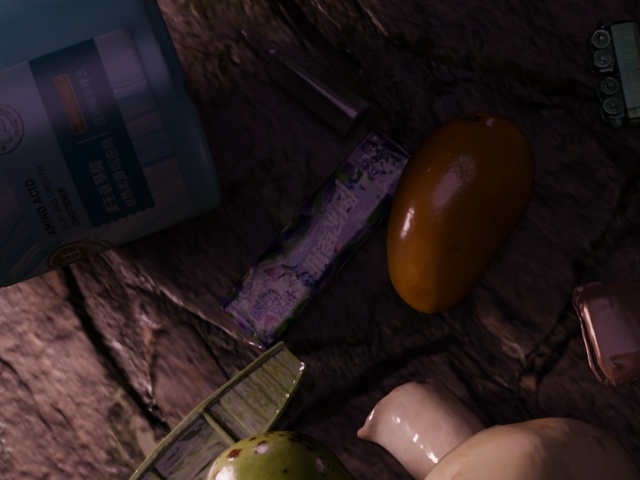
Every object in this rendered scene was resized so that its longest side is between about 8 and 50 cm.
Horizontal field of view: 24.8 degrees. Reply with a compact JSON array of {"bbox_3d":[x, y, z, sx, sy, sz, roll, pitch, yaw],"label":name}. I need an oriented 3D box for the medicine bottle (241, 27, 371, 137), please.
[{"bbox_3d":[-0.025,-0.213,1.884,0.199,0.057,0.057,40,80,12],"label":"medicine bottle"}]

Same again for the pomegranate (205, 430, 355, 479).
[{"bbox_3d":[-0.069,0.335,1.683,0.248,0.214,0.214,-24,73,30],"label":"pomegranate"}]

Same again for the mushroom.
[{"bbox_3d":[0.183,0.287,1.651,0.314,0.314,0.336,-37,56,-7],"label":"mushroom"}]

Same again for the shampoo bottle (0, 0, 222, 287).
[{"bbox_3d":[-0.324,-0.138,1.735,0.342,0.331,0.331,-20,75,-5],"label":"shampoo bottle"}]

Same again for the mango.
[{"bbox_3d":[0.163,-0.040,1.771,0.139,0.175,0.254,18,75,47],"label":"mango"}]

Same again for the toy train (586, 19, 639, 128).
[{"bbox_3d":[0.386,-0.216,1.879,0.071,0.038,0.148,-7,74,-3],"label":"toy train"}]

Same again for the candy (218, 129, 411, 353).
[{"bbox_3d":[0.000,0.000,1.823,0.088,0.061,0.312,40,80,9],"label":"candy"}]

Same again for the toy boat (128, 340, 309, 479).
[{"bbox_3d":[-0.128,0.245,1.766,0.093,0.055,0.293,43,81,13],"label":"toy boat"}]

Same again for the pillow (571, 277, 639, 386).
[{"bbox_3d":[0.424,0.097,1.797,0.211,0.034,0.135,-13,71,-3],"label":"pillow"}]
